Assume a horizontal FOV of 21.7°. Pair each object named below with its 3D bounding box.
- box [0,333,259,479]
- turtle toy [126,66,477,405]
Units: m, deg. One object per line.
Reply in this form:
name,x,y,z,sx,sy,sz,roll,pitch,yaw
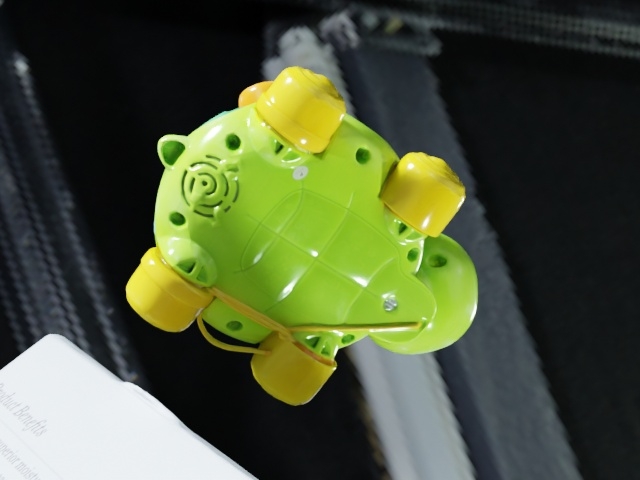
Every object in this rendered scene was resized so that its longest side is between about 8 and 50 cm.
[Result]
box,-0.052,0.148,0.513,0.119,0.181,0.182,-39,-63,-16
turtle toy,0.000,0.000,0.546,0.130,0.095,0.066,33,-168,-22
